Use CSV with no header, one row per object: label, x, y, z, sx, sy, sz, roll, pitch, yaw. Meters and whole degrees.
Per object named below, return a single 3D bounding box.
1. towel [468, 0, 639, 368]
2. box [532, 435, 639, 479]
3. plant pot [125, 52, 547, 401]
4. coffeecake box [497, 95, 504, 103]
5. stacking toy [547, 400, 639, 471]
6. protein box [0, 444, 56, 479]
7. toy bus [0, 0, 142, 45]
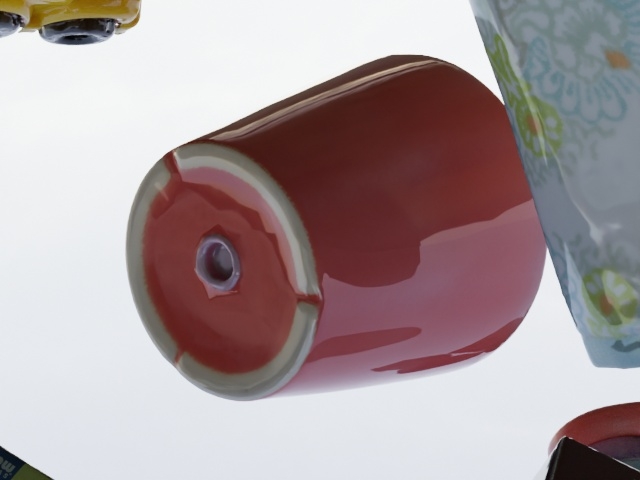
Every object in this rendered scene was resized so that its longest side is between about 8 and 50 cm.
towel,0.290,-0.088,1.056,0.374,0.320,0.090,-11,-170,37
box,0.161,0.263,0.987,0.168,0.203,0.167,26,-138,1
plant pot,0.000,0.000,1.298,0.275,0.275,0.243,10,-163,39
coffeecake box,0.108,-0.108,1.627,0.185,0.068,0.142,-2,-168,-34
stacking toy,0.320,0.297,1.610,0.279,0.309,0.130,6,-132,-14
protein box,-0.248,0.253,1.129,0.136,0.201,0.200,28,-113,23
toy bus,-0.207,-0.246,1.315,0.220,0.149,0.211,0,174,-35
